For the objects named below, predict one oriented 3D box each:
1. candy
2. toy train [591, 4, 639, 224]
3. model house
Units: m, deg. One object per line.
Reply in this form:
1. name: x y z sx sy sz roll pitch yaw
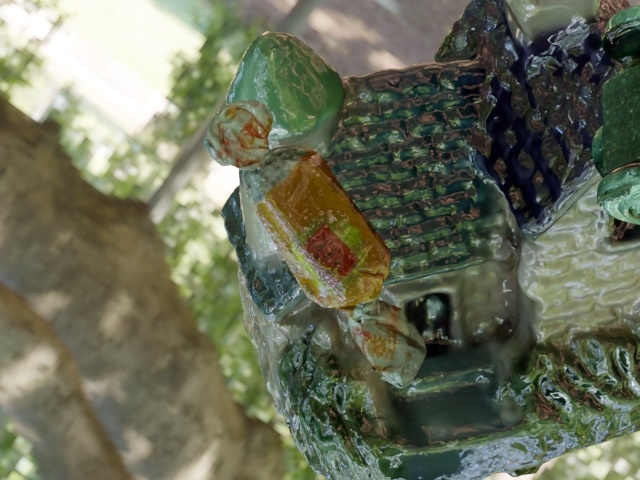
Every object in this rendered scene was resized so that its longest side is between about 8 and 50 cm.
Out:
1. candy: 0.000 0.000 0.930 0.182 0.053 0.046 55 160 -9
2. toy train: 0.243 -0.070 0.745 0.177 0.116 0.285 12 158 -23
3. model house: 0.095 -0.035 1.053 0.243 0.298 0.284 -114 15 -49
